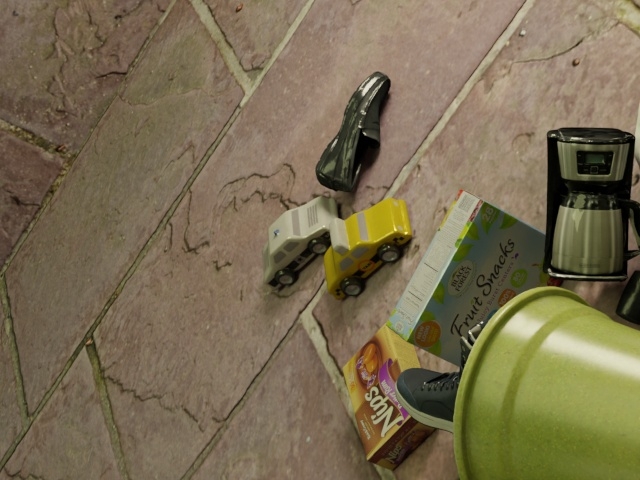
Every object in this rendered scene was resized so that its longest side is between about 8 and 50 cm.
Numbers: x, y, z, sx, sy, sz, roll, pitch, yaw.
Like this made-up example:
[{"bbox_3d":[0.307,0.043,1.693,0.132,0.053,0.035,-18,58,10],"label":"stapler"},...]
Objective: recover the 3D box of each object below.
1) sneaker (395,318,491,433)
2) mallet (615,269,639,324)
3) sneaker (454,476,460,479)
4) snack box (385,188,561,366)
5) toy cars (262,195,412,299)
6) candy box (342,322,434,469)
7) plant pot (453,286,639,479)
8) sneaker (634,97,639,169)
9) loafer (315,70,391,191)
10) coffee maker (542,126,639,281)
[{"bbox_3d":[0.171,0.154,1.590,0.226,0.086,0.163,23,129,46],"label":"sneaker"},{"bbox_3d":[0.416,0.093,1.548,0.062,0.039,0.189,-60,34,4],"label":"mallet"},{"bbox_3d":[0.185,0.413,1.640,0.118,0.083,0.222,121,149,-48],"label":"sneaker"},{"bbox_3d":[0.211,0.063,1.747,0.207,0.174,0.070,-61,28,3],"label":"snack box"},{"bbox_3d":[0.000,0.000,2.211,0.393,0.087,0.176,4,71,58],"label":"toy cars"},{"bbox_3d":[0.098,0.223,1.923,0.109,0.053,0.187,-48,32,26],"label":"candy box"},{"bbox_3d":[0.325,0.202,1.412,0.254,0.276,0.276,10,76,48],"label":"plant pot"},{"bbox_3d":[0.439,-0.076,1.608,0.123,0.106,0.290,93,178,-68],"label":"sneaker"},{"bbox_3d":[0.071,-0.182,2.268,0.078,0.076,0.223,22,77,24],"label":"loafer"},{"bbox_3d":[0.319,-0.049,1.639,0.171,0.120,0.178,-153,64,-71],"label":"coffee maker"}]
